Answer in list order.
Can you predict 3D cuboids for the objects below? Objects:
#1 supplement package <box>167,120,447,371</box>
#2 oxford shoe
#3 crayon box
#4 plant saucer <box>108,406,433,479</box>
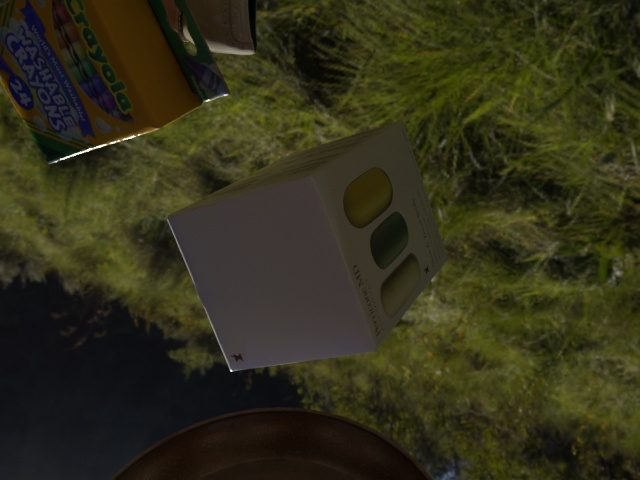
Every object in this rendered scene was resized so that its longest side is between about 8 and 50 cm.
[{"bbox_3d":[0.000,0.000,0.847,0.198,0.199,0.263,-13,-167,31],"label":"supplement package"},{"bbox_3d":[-0.085,-0.425,0.876,0.147,0.396,0.140,18,-169,3],"label":"oxford shoe"},{"bbox_3d":[-0.284,-0.224,0.872,0.323,0.203,0.083,-7,-154,41],"label":"crayon box"},{"bbox_3d":[-0.047,0.256,0.547,0.311,0.050,0.310,-4,-148,2],"label":"plant saucer"}]
